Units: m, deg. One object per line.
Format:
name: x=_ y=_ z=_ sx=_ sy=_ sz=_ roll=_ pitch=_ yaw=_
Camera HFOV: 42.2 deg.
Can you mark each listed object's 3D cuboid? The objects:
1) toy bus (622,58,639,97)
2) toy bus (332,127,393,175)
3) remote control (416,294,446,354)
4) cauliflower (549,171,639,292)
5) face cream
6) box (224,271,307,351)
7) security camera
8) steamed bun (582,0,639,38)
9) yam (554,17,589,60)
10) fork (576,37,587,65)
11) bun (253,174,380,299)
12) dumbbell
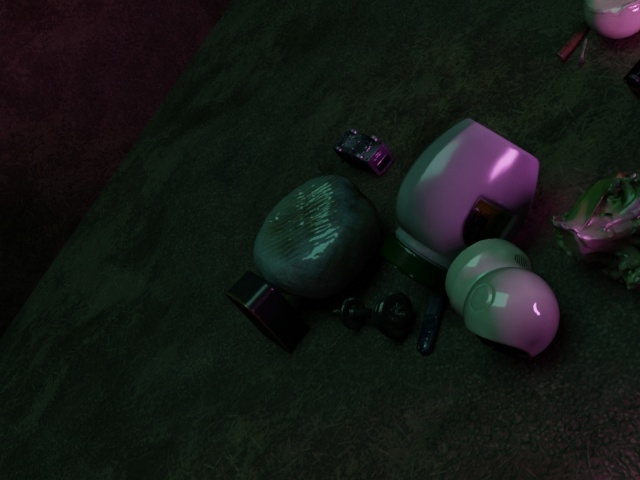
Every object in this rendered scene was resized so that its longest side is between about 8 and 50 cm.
toy bus: x=0.784 y=-0.354 z=1.856 sx=0.083 sy=0.088 sz=0.194 roll=-48 pitch=33 yaw=-5
toy bus: x=0.121 y=-0.252 z=2.389 sx=0.087 sy=0.098 sz=0.178 roll=-51 pitch=39 yaw=-9
remote control: x=0.249 y=0.188 z=1.869 sx=0.043 sy=0.027 sz=0.152 roll=-18 pitch=40 yaw=43
cauliflower: x=0.546 y=-0.021 z=1.596 sx=0.315 sy=0.238 sz=0.256 roll=-10 pitch=17 yaw=-33
face cream: x=0.308 y=-0.072 z=1.834 sx=0.357 sy=0.313 sz=0.219 roll=-59 pitch=34 yaw=12
box: x=-0.134 y=0.177 z=2.105 sx=0.090 sy=0.201 sz=0.144 roll=-48 pitch=34 yaw=-13
security camera: x=0.377 y=0.128 z=1.664 sx=0.194 sy=0.194 sz=0.236 roll=-39 pitch=36 yaw=6
steamed bun: x=0.758 y=-0.597 z=2.092 sx=0.177 sy=0.130 sz=0.228 roll=-6 pitch=47 yaw=27
yam: x=0.673 y=-0.535 z=2.197 sx=0.145 sy=0.032 sz=0.032 roll=-51 pitch=36 yaw=-11
fork: x=0.683 y=-0.489 z=2.159 sx=0.016 sy=0.012 sz=0.115 roll=-5 pitch=45 yaw=36
bun: x=0.000 y=0.000 z=2.144 sx=0.362 sy=0.211 sz=0.361 roll=-27 pitch=40 yaw=25
dumbbell: x=0.114 y=0.173 z=1.956 sx=0.255 sy=0.110 sz=0.110 roll=-3 pitch=51 yaw=50
